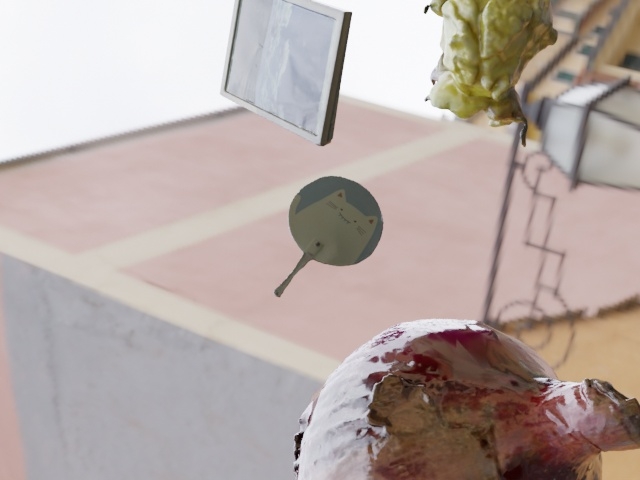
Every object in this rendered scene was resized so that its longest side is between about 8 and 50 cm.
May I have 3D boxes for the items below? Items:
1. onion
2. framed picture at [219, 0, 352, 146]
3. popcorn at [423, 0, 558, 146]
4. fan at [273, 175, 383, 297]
[{"bbox_3d":[0.173,0.222,1.352,0.348,0.385,0.347,24,-128,-35],"label":"onion"},{"bbox_3d":[-0.052,-0.258,1.893,0.023,0.260,0.189,-4,-67,-38],"label":"framed picture"},{"bbox_3d":[0.202,-0.230,1.640,0.168,0.174,0.195,-55,-15,-66],"label":"popcorn"},{"bbox_3d":[0.000,0.000,1.564,0.175,0.113,0.005,-51,-4,-21],"label":"fan"}]
